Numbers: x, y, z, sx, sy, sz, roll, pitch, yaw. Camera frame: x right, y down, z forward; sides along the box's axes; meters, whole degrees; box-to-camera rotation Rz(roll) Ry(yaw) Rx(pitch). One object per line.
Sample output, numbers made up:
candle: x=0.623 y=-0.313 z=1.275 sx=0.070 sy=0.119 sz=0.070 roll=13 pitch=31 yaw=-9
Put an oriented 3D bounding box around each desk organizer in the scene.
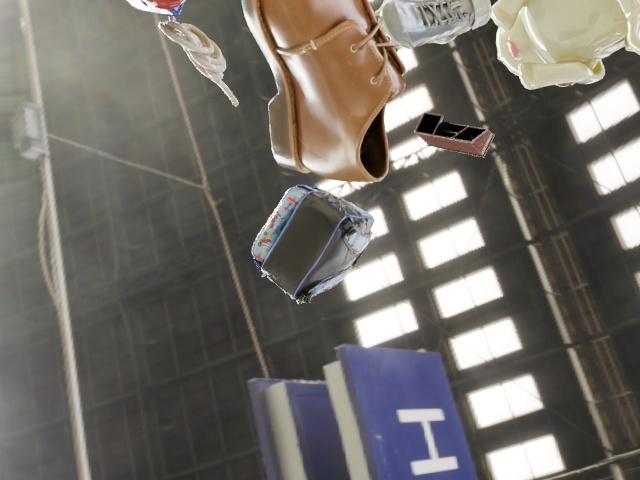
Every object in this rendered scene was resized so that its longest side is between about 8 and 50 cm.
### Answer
desk organizer: x=0.235 y=-0.189 z=1.354 sx=0.130 sy=0.050 sz=0.047 roll=20 pitch=-99 yaw=45

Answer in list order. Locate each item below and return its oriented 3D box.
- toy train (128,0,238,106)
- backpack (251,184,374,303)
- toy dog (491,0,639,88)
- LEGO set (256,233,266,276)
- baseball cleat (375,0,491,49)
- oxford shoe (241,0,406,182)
toy train: x=-0.102 y=-0.230 z=0.556 sx=0.105 sy=0.248 sz=0.143 roll=26 pitch=-101 yaw=46
backpack: x=0.000 y=0.000 z=1.135 sx=0.117 sy=0.173 sz=0.158 roll=37 pitch=-74 yaw=17
toy dog: x=0.495 y=-0.451 z=1.456 sx=0.284 sy=0.395 sz=0.408 roll=51 pitch=-23 yaw=-5
LEGO set: x=-0.095 y=0.027 z=1.321 sx=0.054 sy=0.023 sz=0.083 roll=115 pitch=-30 yaw=-67
baseball cleat: x=0.148 y=-0.289 z=0.957 sx=0.109 sy=0.206 sz=0.072 roll=-20 pitch=-84 yaw=32
oxford shoe: x=0.010 y=-0.111 z=0.403 sx=0.076 sy=0.212 sz=0.076 roll=21 pitch=-119 yaw=22
